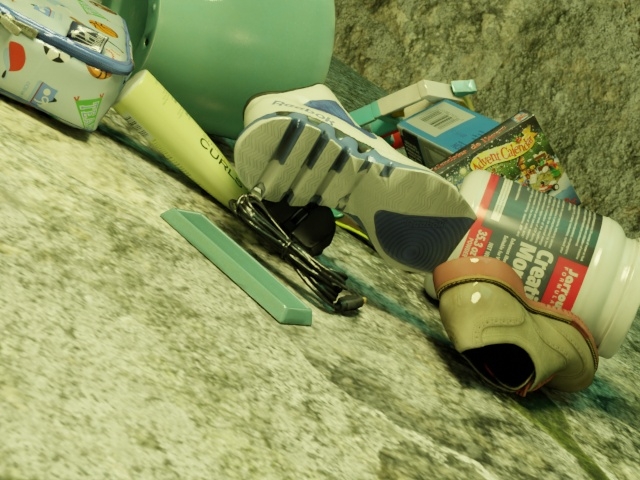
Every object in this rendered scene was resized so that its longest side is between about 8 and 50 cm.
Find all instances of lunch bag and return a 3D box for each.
[{"bbox_3d":[-0.344,-0.244,1.549,0.243,0.115,0.303,27,13,-18],"label":"lunch bag"}]

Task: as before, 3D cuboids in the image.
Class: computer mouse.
[{"bbox_3d":[0.000,0.000,1.569,0.184,0.060,0.262,45,9,7],"label":"computer mouse"}]

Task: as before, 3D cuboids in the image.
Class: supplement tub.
[{"bbox_3d":[0.294,0.034,1.811,0.272,0.191,0.191,21,12,6],"label":"supplement tub"}]

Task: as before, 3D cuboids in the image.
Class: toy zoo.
[{"bbox_3d":[0.133,-0.202,2.250,0.192,0.293,0.030,12,60,-60],"label":"toy zoo"}]

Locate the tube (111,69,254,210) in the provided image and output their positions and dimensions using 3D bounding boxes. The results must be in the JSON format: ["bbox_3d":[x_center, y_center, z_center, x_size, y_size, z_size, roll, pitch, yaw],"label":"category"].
[{"bbox_3d":[-0.146,-0.101,1.598,0.240,0.062,0.070,46,50,-20],"label":"tube"}]

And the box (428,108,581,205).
[{"bbox_3d":[0.241,-0.061,1.935,0.159,0.233,0.044,57,0,-20],"label":"box"}]

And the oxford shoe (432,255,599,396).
[{"bbox_3d":[0.245,0.142,1.654,0.348,0.123,0.130,32,47,-44],"label":"oxford shoe"}]

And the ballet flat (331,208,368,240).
[{"bbox_3d":[0.050,-0.044,1.904,0.231,0.077,0.077,38,-8,4],"label":"ballet flat"}]

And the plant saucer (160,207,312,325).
[{"bbox_3d":[-0.086,0.024,1.399,0.192,0.018,0.067,39,13,26],"label":"plant saucer"}]

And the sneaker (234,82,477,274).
[{"bbox_3d":[0.033,-0.098,1.573,0.315,0.127,0.182,26,25,-25],"label":"sneaker"}]

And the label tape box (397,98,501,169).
[{"bbox_3d":[0.261,-0.034,2.116,0.240,0.105,0.334,38,-28,62],"label":"label tape box"}]

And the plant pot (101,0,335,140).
[{"bbox_3d":[-0.158,-0.284,1.802,0.235,0.293,0.293,5,28,-35],"label":"plant pot"}]
